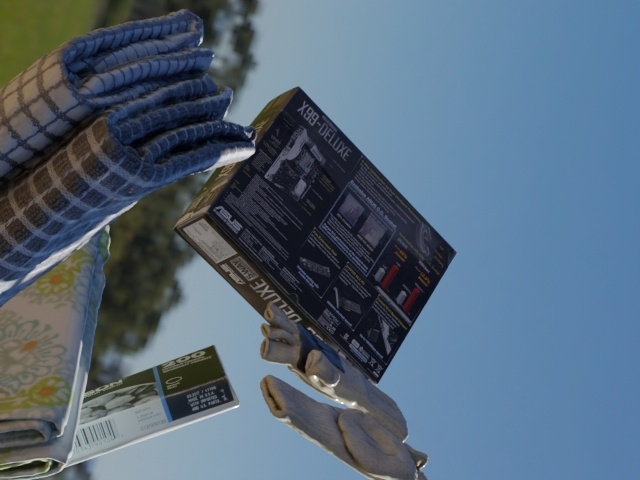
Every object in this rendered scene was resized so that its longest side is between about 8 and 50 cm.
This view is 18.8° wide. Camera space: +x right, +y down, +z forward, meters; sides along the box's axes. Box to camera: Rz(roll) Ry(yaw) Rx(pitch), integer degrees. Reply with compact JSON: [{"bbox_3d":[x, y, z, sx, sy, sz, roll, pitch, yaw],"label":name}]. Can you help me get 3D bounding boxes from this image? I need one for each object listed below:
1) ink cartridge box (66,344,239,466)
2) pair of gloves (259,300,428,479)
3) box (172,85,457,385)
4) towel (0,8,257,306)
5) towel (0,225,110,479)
[{"bbox_3d":[-0.202,0.178,2.156,0.208,0.206,0.045,-137,-152,-79],"label":"ink cartridge box"},{"bbox_3d":[0.025,0.163,1.928,0.042,0.204,0.240,-50,-162,13],"label":"pair of gloves"},{"bbox_3d":[0.000,0.000,2.375,0.076,0.307,0.242,-26,-156,49],"label":"box"},{"bbox_3d":[-0.189,-0.042,1.401,0.235,0.121,0.283,-37,179,20],"label":"towel"},{"bbox_3d":[-0.397,0.113,2.040,0.374,0.320,0.090,-88,172,-51],"label":"towel"}]
